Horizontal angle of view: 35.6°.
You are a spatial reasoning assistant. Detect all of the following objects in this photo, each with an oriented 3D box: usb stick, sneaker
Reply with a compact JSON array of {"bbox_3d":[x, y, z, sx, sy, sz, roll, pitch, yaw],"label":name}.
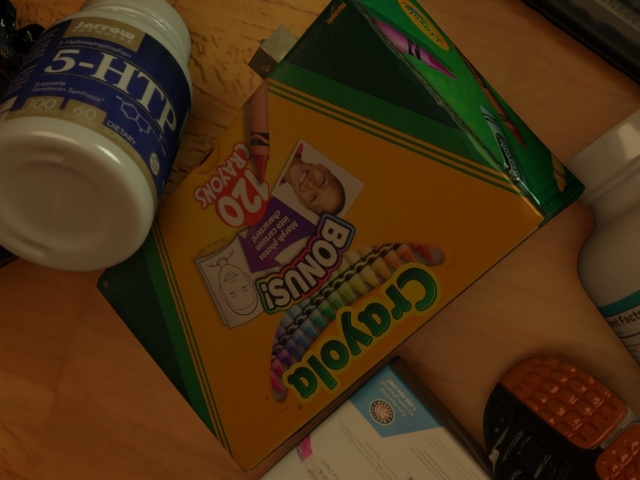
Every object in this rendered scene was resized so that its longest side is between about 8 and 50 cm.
[{"bbox_3d":[0.210,-0.145,0.645,0.278,0.045,0.077,38,90,9],"label":"usb stick"},{"bbox_3d":[0.207,0.185,0.625,0.099,0.121,0.262,-44,59,7],"label":"sneaker"}]

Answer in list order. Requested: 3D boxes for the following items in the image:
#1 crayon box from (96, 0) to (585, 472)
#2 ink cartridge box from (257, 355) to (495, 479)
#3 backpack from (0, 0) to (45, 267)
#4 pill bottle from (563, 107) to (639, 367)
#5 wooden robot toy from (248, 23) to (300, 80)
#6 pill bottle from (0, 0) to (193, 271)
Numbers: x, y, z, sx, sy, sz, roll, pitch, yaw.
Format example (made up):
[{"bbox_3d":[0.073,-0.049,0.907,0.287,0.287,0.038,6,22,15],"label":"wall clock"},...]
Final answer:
[{"bbox_3d":[0.000,0.000,0.618,0.165,0.081,0.278,50,122,8],"label":"crayon box"},{"bbox_3d":[0.017,0.177,0.674,0.181,0.061,0.104,-43,82,8],"label":"ink cartridge box"},{"bbox_3d":[-0.325,-0.044,0.638,0.276,0.263,0.213,-22,86,9],"label":"backpack"},{"bbox_3d":[0.253,0.039,0.585,0.146,0.146,0.264,-35,84,9],"label":"pill bottle"},{"bbox_3d":[0.041,-0.095,0.680,0.173,0.076,0.079,32,61,9],"label":"wooden robot toy"},{"bbox_3d":[-0.142,-0.081,0.637,0.112,0.186,0.112,4,133,4],"label":"pill bottle"}]
